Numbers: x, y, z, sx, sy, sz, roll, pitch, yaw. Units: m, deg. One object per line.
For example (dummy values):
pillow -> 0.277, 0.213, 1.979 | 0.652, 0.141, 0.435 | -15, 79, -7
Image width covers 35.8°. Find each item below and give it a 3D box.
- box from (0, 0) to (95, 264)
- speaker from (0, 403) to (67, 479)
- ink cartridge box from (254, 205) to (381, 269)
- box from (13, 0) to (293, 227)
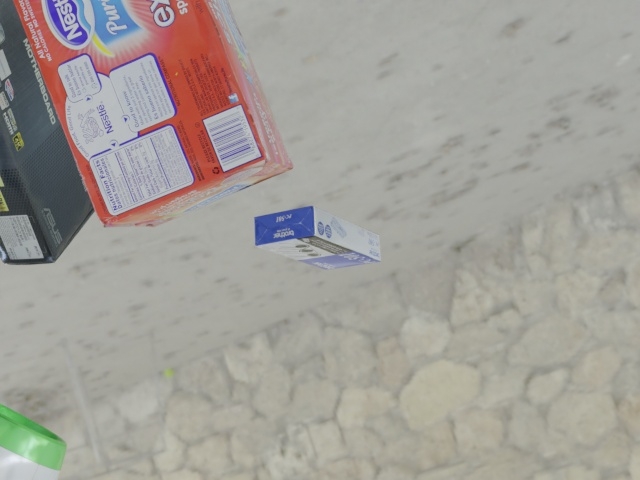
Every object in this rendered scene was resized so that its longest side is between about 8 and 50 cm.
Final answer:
box -> -0.260, -0.122, 0.887 | 0.059, 0.232, 0.183 | -3, -148, 15
speaker -> -0.355, 0.294, 0.903 | 0.296, 0.131, 0.131 | -61, 175, -12
ink cartridge box -> 0.000, 0.000, 1.426 | 0.097, 0.046, 0.207 | -10, 165, 28
box -> -0.129, -0.148, 0.718 | 0.128, 0.256, 0.122 | -22, 178, 7
